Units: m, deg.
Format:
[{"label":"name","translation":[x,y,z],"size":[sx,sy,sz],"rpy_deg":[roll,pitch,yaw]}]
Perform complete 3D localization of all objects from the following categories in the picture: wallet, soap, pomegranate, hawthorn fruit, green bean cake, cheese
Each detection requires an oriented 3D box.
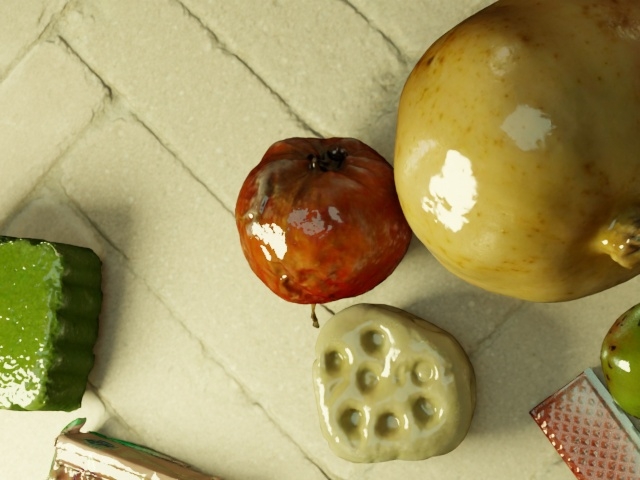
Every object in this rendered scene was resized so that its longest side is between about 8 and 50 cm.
[{"label":"wallet","translation":[0.366,0.271,1.638],"size":[0.103,0.020,0.196],"rpy_deg":[-39,75,9]},{"label":"soap","translation":[-0.261,0.386,1.782],"size":[0.273,0.098,0.217],"rpy_deg":[16,89,19]},{"label":"pomegranate","translation":[0.285,-0.109,1.509],"size":[0.412,0.411,0.411],"rpy_deg":[-2,83,17]},{"label":"hawthorn fruit","translation":[0.000,0.000,1.690],"size":[0.242,0.242,0.271],"rpy_deg":[18,127,18]},{"label":"green bean cake","translation":[-0.453,0.119,1.841],"size":[0.247,0.156,0.249],"rpy_deg":[3,85,17]},{"label":"cheese","translation":[0.091,0.194,1.683],"size":[0.218,0.117,0.235],"rpy_deg":[-44,75,10]},{"label":"pomegranate","translation":[0.424,0.156,1.545],"size":[0.159,0.205,0.159],"rpy_deg":[0,106,-1]}]

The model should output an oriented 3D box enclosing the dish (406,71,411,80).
[{"label":"dish","translation":[0.170,-0.192,1.741],"size":[0.137,0.039,0.091],"rpy_deg":[36,96,16]}]
